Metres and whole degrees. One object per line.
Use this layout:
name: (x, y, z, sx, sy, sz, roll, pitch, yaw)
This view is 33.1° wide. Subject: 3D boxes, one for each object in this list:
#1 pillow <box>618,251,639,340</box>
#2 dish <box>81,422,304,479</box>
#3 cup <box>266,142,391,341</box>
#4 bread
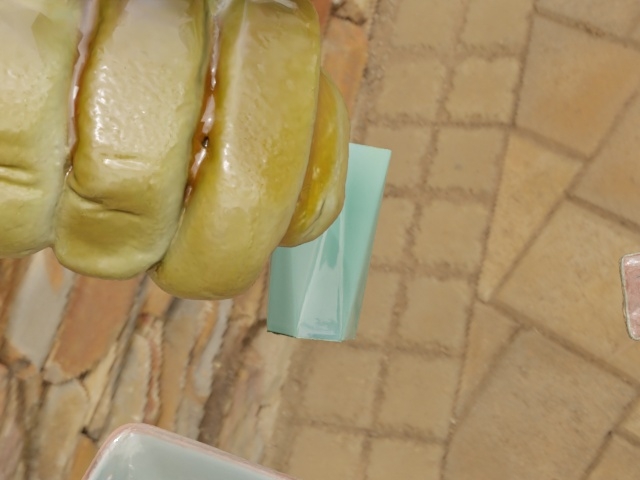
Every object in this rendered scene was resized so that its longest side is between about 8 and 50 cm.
pillow: (0.523, 0.061, 1.459, 0.233, 0.043, 0.126, -8, 99, 2)
dish: (-0.020, 0.195, 0.500, 0.234, 0.064, 0.154, 17, 66, 15)
cup: (0.000, 0.000, 1.287, 0.134, 0.148, 0.235, 5, 87, 52)
bread: (-0.128, -0.114, 0.810, 0.300, 0.341, 0.210, -81, 13, -51)
